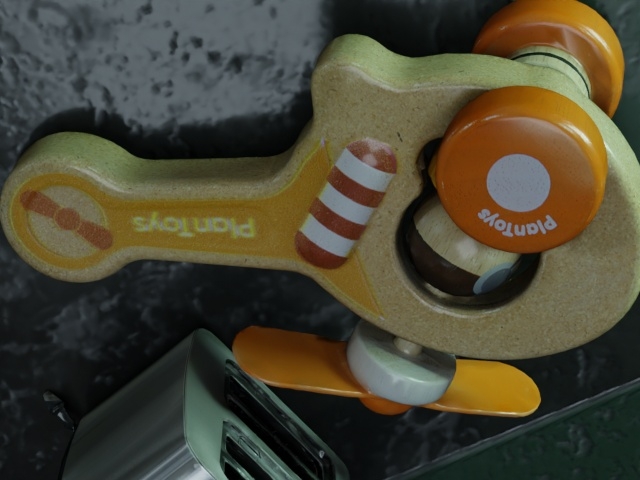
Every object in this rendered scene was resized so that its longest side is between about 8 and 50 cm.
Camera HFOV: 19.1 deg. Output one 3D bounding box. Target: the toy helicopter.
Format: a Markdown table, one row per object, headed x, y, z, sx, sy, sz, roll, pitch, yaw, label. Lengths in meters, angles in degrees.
| x | y | z | sx | sy | sz | roll | pitch | yaw | label |
| --- | --- | --- | --- | --- | --- | --- | --- | --- | --- |
| 0.000 | 0.000 | 1.034 | 0.355 | 0.140 | 0.235 | 2 | 121 | 12 | toy helicopter |

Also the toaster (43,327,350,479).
| x | y | z | sx | sy | sz | roll | pitch | yaw | label |
| --- | --- | --- | --- | --- | --- | --- | --- | --- | --- |
| -0.064 | 0.154 | 1.057 | 0.110 | 0.168 | 0.185 | -40 | 107 | 13 | toaster |
